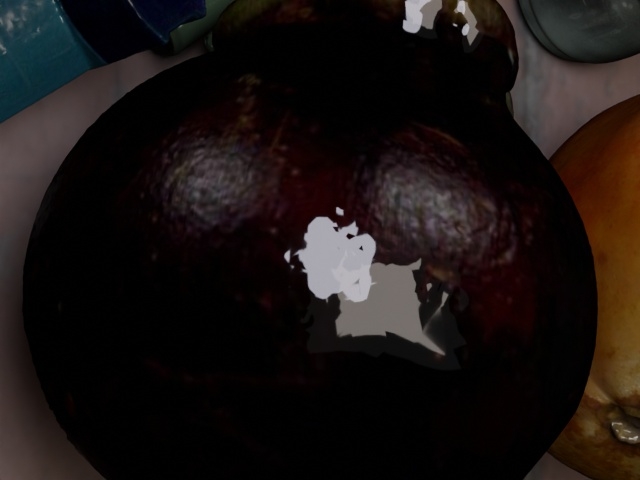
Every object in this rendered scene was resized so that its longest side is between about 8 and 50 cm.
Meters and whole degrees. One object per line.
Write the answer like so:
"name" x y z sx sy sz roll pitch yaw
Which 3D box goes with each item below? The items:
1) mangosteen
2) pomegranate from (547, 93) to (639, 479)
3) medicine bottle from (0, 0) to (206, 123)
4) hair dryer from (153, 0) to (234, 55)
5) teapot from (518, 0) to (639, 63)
"mangosteen" 0.008 0.011 0.970 0.297 0.297 0.313 28 102 -28
"pomegranate" 0.226 0.016 1.135 0.229 0.252 0.270 26 56 4
"medicine bottle" -0.189 -0.087 0.961 0.258 0.124 0.079 -34 111 -23
"hair dryer" -0.049 -0.099 1.096 0.071 0.047 0.150 -40 122 -21
"teapot" 0.200 -0.183 1.194 0.111 0.108 0.149 32 76 -29
